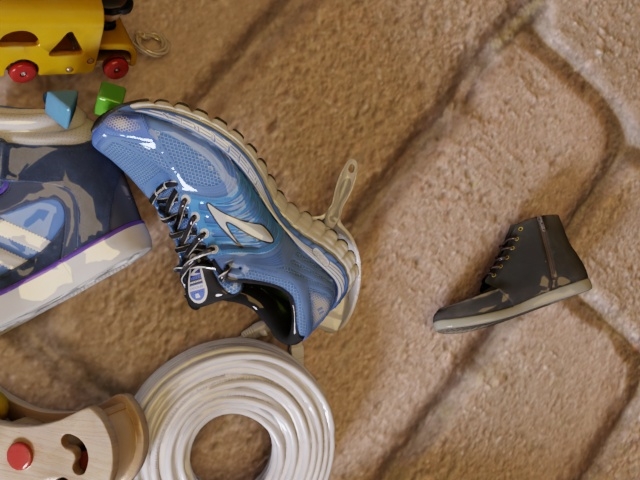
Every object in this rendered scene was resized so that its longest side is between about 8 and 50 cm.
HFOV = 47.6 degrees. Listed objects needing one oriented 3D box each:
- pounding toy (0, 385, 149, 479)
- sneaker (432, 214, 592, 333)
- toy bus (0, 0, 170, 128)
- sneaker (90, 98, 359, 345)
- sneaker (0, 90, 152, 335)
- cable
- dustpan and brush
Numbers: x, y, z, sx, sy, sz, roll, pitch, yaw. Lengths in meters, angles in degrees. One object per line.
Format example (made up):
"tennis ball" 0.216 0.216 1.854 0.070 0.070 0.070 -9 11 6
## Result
"pounding toy" -0.278 0.223 0.719 0.269 0.155 0.154 22 95 13
"sneaker" 0.241 0.047 0.979 0.222 0.083 0.118 -17 76 -9
"toy bus" -0.265 -0.237 0.759 0.191 0.104 0.202 27 48 -8
"sneaker" -0.108 -0.011 0.765 0.330 0.129 0.147 41 58 -15
"sneaker" -0.364 -0.024 0.767 0.322 0.130 0.236 -28 90 -12
"cable" -0.104 0.245 0.857 0.257 0.089 0.257 -20 96 -16
"dustpan and brush" 0.000 0.000 0.902 0.147 0.060 0.211 20 85 -16
